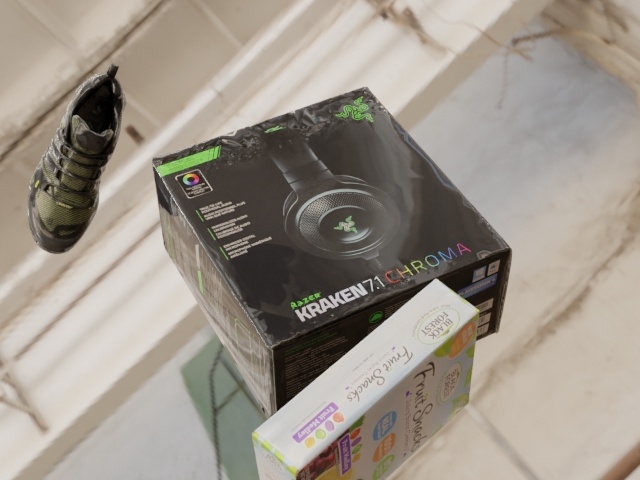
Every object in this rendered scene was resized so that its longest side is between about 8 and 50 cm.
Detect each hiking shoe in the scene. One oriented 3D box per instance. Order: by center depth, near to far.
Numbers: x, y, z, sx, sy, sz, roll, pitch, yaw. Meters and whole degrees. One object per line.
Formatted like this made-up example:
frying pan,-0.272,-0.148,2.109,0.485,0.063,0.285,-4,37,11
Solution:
hiking shoe,-0.286,-0.097,1.283,0.086,0.114,0.226,16,-101,-10

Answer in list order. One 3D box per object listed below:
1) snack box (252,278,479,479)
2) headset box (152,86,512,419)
snack box,0.028,0.099,0.623,0.141,0.037,0.100,-38,-31,-25
headset box,0.000,0.000,1.067,0.246,0.283,0.131,-21,-40,-18
